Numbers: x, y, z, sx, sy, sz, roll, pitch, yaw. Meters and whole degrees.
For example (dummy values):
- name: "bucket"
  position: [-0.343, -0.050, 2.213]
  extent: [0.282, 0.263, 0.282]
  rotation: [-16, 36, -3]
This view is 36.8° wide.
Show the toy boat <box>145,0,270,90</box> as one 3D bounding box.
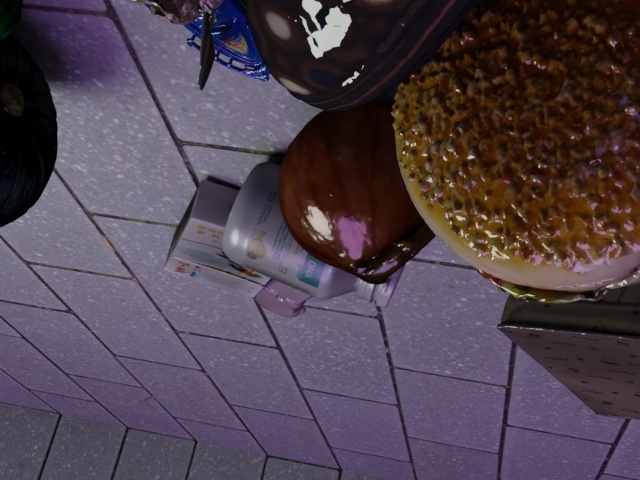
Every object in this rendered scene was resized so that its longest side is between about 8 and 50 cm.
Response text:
- name: "toy boat"
  position: [-0.105, -0.189, 0.902]
  extent: [0.091, 0.110, 0.175]
  rotation: [-4, 152, 35]

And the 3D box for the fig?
- name: "fig"
  position: [0.052, -0.047, 1.024]
  extent: [0.205, 0.205, 0.205]
  rotation: [12, 156, 5]

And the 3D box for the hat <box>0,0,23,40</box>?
- name: "hat"
  position: [-0.317, -0.237, 0.768]
  extent: [0.332, 0.242, 0.274]
  rotation: [-12, 123, 11]

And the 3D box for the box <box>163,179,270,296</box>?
- name: "box"
  position: [-0.130, 0.003, 1.378]
  extent: [0.149, 0.067, 0.233]
  rotation: [20, 156, -11]

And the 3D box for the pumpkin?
- name: "pumpkin"
  position: [-0.418, -0.119, 1.037]
  extent: [0.248, 0.248, 0.248]
  rotation: [12, 156, 5]

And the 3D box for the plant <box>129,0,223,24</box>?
- name: "plant"
  position: [-0.114, -0.243, 0.774]
  extent: [0.104, 0.117, 0.122]
  rotation: [16, 171, 5]

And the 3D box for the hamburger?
- name: "hamburger"
  position: [0.197, -0.098, 0.720]
  extent: [0.302, 0.302, 0.170]
  rotation: [-6, 166, 37]

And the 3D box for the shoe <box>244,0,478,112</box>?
- name: "shoe"
  position: [-0.002, -0.237, 0.664]
  extent: [0.237, 0.171, 0.384]
  rotation: [15, 155, -19]

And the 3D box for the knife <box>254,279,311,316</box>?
- name: "knife"
  position: [-0.006, 0.035, 1.402]
  extent: [0.132, 0.038, 0.398]
  rotation: [32, 149, -12]

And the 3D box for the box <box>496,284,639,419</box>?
- name: "box"
  position: [0.382, 0.079, 1.097]
  extent: [0.225, 0.190, 0.297]
  rotation: [2, 156, 41]

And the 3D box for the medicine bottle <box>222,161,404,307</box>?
- name: "medicine bottle"
  position: [0.000, 0.000, 1.184]
  extent: [0.215, 0.135, 0.135]
  rotation: [23, 156, 5]
